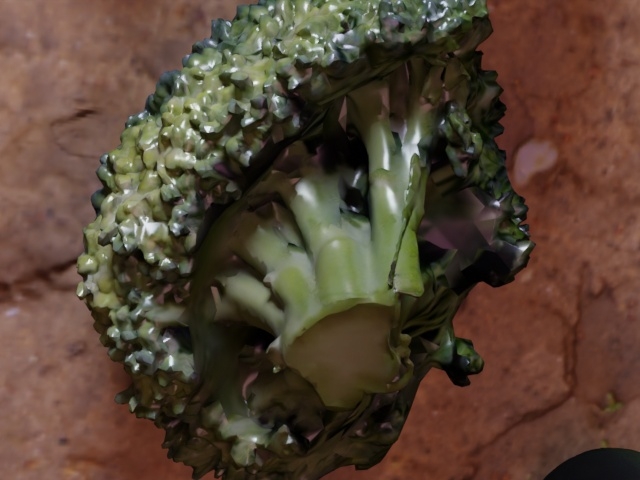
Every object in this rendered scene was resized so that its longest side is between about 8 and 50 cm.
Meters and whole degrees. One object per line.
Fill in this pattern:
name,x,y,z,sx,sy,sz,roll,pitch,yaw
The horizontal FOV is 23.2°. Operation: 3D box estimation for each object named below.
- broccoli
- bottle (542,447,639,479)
broccoli,0.000,-0.003,0.682,0.198,0.226,0.176,27,49,-33
bottle,0.250,0.207,0.926,0.271,0.143,0.156,20,122,-31
